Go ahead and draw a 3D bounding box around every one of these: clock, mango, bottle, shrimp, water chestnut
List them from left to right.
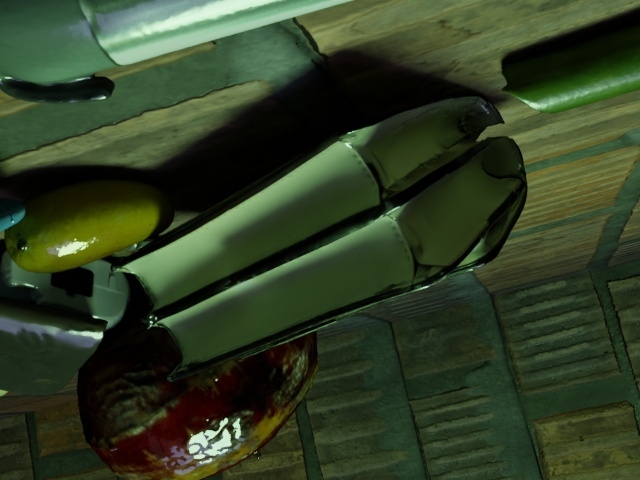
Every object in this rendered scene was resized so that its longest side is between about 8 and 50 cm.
[{"bbox_3d":[-0.316,0.064,0.928,0.117,0.080,0.176,-23,148,36],"label":"clock"},{"bbox_3d":[-0.210,-0.018,0.733,0.161,0.076,0.103,-15,174,-34],"label":"mango"},{"bbox_3d":[-0.260,0.028,0.994,0.161,0.034,0.091,-23,150,24],"label":"shrimp"},{"bbox_3d":[-0.152,0.181,1.061,0.351,0.302,0.350,-26,-158,12],"label":"water chestnut"},{"bbox_3d":[-0.047,-0.131,0.372,0.254,0.079,0.096,-14,123,4],"label":"bottle"}]

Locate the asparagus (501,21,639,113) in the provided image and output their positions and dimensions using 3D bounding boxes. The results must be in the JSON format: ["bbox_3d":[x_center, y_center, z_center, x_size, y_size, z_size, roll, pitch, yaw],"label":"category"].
[{"bbox_3d":[0.288,-0.158,0.643,0.278,0.060,0.067,-16,177,18],"label":"asparagus"}]

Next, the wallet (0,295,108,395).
[{"bbox_3d":[-0.403,0.101,0.841,0.310,0.042,0.165,18,132,-30],"label":"wallet"}]

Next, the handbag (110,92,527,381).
[{"bbox_3d":[0.000,0.000,0.775,0.359,0.160,0.237,-25,-174,39],"label":"handbag"}]

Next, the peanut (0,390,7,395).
[{"bbox_3d":[-0.421,0.141,1.061,0.130,0.130,0.290,0,167,-44],"label":"peanut"}]

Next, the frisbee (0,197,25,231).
[{"bbox_3d":[-0.355,-0.006,0.606,0.242,0.045,0.242,-13,-167,3],"label":"frisbee"}]
